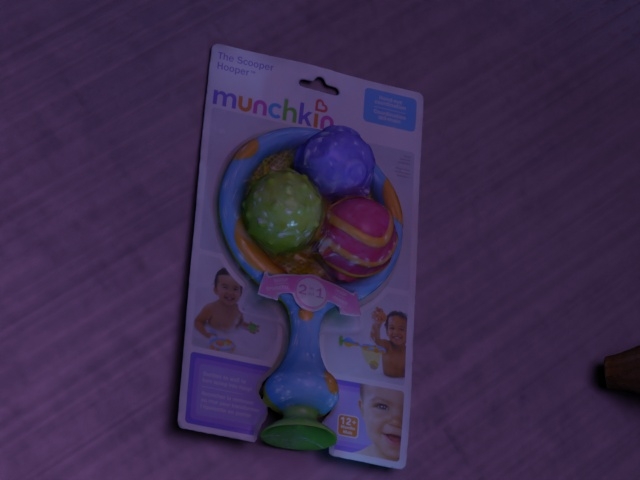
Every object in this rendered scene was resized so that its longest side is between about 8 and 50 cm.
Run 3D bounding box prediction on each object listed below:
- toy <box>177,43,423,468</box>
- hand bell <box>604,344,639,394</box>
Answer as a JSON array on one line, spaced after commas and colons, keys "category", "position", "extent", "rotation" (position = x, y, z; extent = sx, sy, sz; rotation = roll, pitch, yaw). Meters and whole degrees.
[{"category": "toy", "position": [0.000, 0.000, 1.090], "extent": [0.137, 0.056, 0.237], "rotation": [13, 68, -19]}, {"category": "hand bell", "position": [0.286, 0.069, 1.123], "extent": [0.242, 0.126, 0.126], "rotation": [-6, 71, 13]}]
